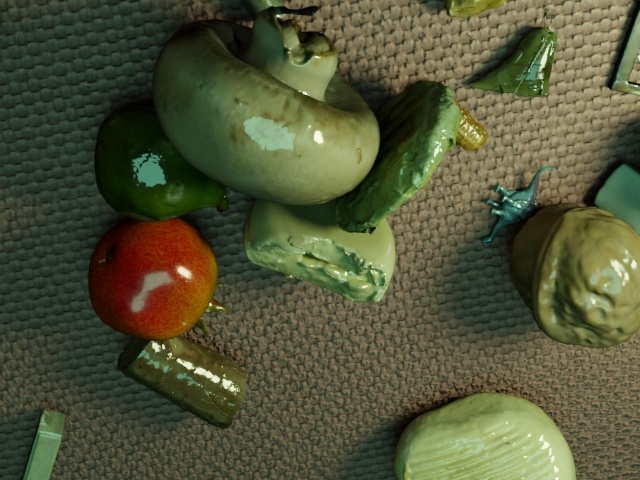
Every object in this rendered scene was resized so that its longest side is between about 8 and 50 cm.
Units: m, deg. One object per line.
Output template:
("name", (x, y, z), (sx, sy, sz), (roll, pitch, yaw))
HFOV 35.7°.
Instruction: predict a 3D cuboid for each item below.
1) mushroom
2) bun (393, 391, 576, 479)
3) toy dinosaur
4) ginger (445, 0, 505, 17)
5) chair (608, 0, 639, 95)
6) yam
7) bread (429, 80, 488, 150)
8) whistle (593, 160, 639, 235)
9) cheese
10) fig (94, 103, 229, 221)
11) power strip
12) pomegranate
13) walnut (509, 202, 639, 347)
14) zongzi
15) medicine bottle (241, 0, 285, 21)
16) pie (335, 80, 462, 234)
("mushroom", (-0.066, -0.223, 1.488), (0.362, 0.362, 0.295), (22, 111, -16))
("bun", (0.316, 0.467, 1.960), (0.360, 0.213, 0.361), (0, 92, 8))
("toy dinosaur", (0.347, -0.067, 1.790), (0.080, 0.045, 0.197), (22, 120, -30))
("ginger", (0.286, -0.431, 1.581), (0.205, 0.081, 0.115), (-27, 148, -2))
("chair", (0.731, -0.264, 1.625), (0.415, 0.241, 0.203), (7, 118, -10))
("yam", (-0.246, 0.245, 1.830), (0.238, 0.129, 0.128), (34, 111, -19))
("bread", (0.225, -0.213, 1.702), (0.052, 0.044, 0.157), (-44, 113, 12))
("whistle", (0.647, -0.025, 1.805), (0.289, 0.163, 0.163), (40, 111, 18))
("cheese", (0.000, 0.000, 1.687), (0.265, 0.233, 0.127), (16, 124, -11))
("fig", (-0.251, -0.119, 1.621), (0.244, 0.195, 0.195), (14, 114, -26))
("power strip", (-0.547, 0.443, 1.923), (0.052, 0.078, 0.272), (16, 113, -16))
("pomegranate", (-0.273, 0.071, 1.701), (0.221, 0.221, 0.256), (-42, 124, 14))
("walnut", (0.461, 0.060, 1.748), (0.227, 0.273, 0.273), (-28, 116, 4))
("zongzi", (0.327, -0.320, 1.660), (0.130, 0.062, 0.154), (9, 109, 3))
("medicine bottle", (-0.124, -0.426, 1.549), (0.057, 0.058, 0.199), (-29, 115, 8))
("pie", (0.113, -0.135, 1.588), (0.071, 0.306, 0.306), (34, 108, -16))
